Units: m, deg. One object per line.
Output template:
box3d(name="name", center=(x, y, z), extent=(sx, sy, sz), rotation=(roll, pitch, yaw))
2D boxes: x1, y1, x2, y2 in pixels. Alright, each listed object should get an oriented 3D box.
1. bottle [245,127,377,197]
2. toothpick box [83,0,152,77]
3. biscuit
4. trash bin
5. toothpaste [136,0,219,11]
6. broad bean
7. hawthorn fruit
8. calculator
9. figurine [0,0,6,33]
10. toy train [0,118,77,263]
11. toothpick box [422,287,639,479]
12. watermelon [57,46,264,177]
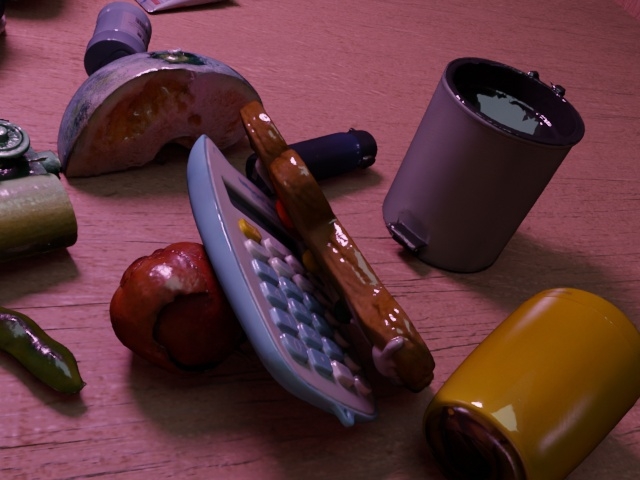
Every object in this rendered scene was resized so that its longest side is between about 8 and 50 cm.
box3d(name="bottle", center=(-0.005, -0.133, 1.023), extent=(0.245, 0.072, 0.082), rotation=(-23, 62, -38))
box3d(name="toothpick box", center=(-0.353, -0.343, 1.084), extent=(0.101, 0.101, 0.153), rotation=(8, 42, -15))
box3d(name="biscuit", center=(-0.001, 0.001, 0.761), extent=(0.064, 0.283, 0.432), rotation=(-33, 69, -1))
box3d(name="trash bin", center=(0.241, -0.113, 0.960), extent=(0.277, 0.262, 0.217), rotation=(-27, 60, -40))
box3d(name="toothpaste", center=(-0.298, -0.554, 1.375), extent=(0.234, 0.057, 0.089), rotation=(-24, 56, -32))
box3d(name="broad bean", center=(-0.348, 0.102, 0.658), extent=(0.227, 0.039, 0.069), rotation=(21, 35, 1))
box3d(name="hawthorn fruit", center=(-0.146, 0.084, 0.690), extent=(0.172, 0.148, 0.148), rotation=(44, 44, 2))
box3d(name="calculator", center=(-0.046, 0.051, 0.723), extent=(0.256, 0.054, 0.386), rotation=(41, 14, -50))
box3d(name="figurine", center=(-0.665, -0.438, 0.930), extent=(0.362, 0.211, 0.253), rotation=(24, 26, -26))
box3d(name="toy train", center=(-0.433, -0.041, 0.698), extent=(0.308, 0.126, 0.189), rotation=(-18, 52, -41))
box3d(name="toothpick box", center=(0.245, 0.183, 0.715), extent=(0.271, 0.175, 0.175), rotation=(-28, 60, -37))
box3d(name="watermelon", center=(-0.258, -0.235, 0.951), extent=(0.322, 0.175, 0.188), rotation=(-18, 55, -37))
